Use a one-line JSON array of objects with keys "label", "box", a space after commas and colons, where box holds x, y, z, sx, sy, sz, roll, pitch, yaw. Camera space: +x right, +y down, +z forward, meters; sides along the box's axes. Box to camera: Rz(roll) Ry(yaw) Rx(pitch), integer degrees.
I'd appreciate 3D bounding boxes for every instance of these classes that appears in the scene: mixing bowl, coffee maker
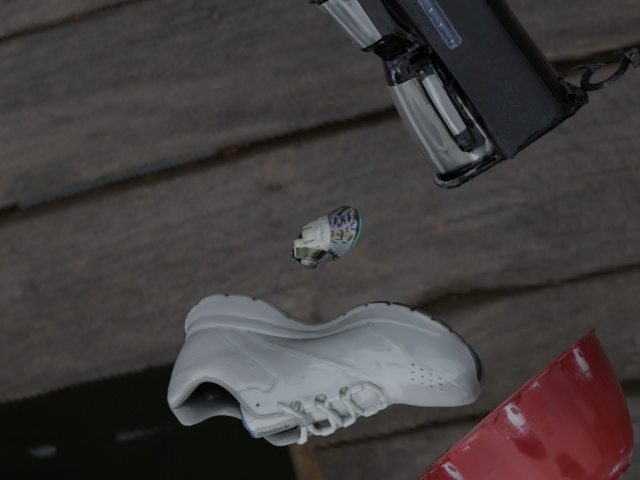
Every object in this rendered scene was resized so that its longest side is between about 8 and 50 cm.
[{"label": "mixing bowl", "box": [0.173, 0.163, 1.075, 0.098, 0.181, 0.181, 50, 119, 12]}, {"label": "coffee maker", "box": [0.109, -0.157, 1.025, 0.171, 0.120, 0.178, -37, 104, -11]}]

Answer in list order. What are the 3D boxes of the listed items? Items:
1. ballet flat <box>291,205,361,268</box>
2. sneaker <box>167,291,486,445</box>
[{"label": "ballet flat", "box": [0.000, 0.000, 1.164, 0.041, 0.041, 0.114, 26, 159, -9]}, {"label": "sneaker", "box": [0.001, 0.128, 1.231, 0.297, 0.129, 0.111, 0, 134, 26]}]
